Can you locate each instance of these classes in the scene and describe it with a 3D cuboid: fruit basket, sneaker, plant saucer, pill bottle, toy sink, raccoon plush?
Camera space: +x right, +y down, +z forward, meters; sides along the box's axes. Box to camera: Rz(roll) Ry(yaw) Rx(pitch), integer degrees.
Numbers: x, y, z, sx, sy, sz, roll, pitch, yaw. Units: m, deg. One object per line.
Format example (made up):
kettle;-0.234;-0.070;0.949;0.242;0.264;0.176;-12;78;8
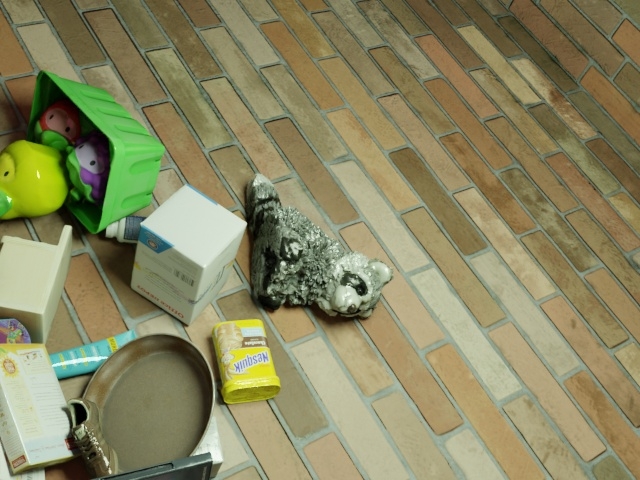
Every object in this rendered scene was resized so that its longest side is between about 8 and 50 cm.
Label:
fruit basket;-0.599;-0.186;1.837;0.392;0.283;0.392;16;30;-10
sneaker;-0.445;0.384;1.540;0.066;0.071;0.188;-36;54;5
plant saucer;-0.336;0.335;1.590;0.310;0.050;0.310;-10;61;19
pill bottle;-0.443;-0.026;1.905;0.120;0.067;0.067;7;52;-15
toy sink;-0.619;0.085;1.705;0.131;0.153;0.234;12;52;-10
raccoon plush;0.000;0.000;1.965;0.299;0.216;0.446;9;51;-23

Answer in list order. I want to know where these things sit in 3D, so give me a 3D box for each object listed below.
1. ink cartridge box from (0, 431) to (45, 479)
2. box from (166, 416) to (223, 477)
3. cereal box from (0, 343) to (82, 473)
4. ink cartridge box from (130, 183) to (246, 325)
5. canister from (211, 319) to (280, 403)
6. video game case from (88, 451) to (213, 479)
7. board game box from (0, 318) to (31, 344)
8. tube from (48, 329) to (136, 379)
ink cartridge box;-0.583;0.399;1.462;0.061;0.181;0.104;-24;56;11
box;-0.257;0.419;1.618;0.101;0.087;0.102;-2;54;-21
cereal box;-0.550;0.311;1.527;0.047;0.173;0.240;-28;75;12
ink cartridge box;-0.298;0.034;1.802;0.171;0.232;0.168;33;48;7
canister;-0.167;0.263;1.778;0.126;0.073;0.170;-3;54;-22
video game case;-0.340;0.478;1.474;0.274;0.196;0.026;-8;46;-24
board game box;-0.661;0.224;1.596;0.169;0.133;0.033;-2;25;-21
tube;-0.480;0.247;1.702;0.207;0.052;0.080;-11;70;-33
